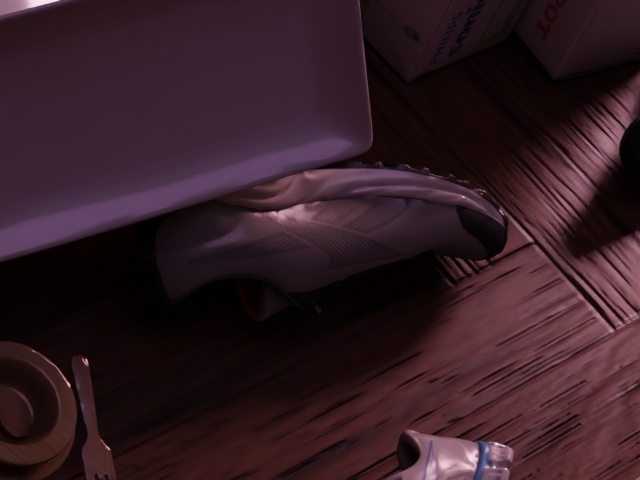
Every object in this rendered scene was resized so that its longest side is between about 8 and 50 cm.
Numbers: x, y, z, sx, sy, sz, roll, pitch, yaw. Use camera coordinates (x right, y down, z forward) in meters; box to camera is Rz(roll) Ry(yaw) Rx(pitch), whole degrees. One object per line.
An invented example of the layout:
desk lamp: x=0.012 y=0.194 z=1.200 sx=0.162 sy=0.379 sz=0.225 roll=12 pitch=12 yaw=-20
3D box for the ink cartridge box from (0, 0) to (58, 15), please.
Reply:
ink cartridge box: x=-0.163 y=-0.216 z=1.189 sx=0.385 sy=0.091 sz=0.308 roll=2 pitch=53 yaw=-22

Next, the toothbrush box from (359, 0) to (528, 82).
toothbrush box: x=0.047 y=-0.294 z=1.406 sx=0.122 sy=0.206 sz=0.283 roll=-25 pitch=64 yaw=-38

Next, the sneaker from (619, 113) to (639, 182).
sneaker: x=0.277 y=-0.104 z=1.449 sx=0.098 sy=0.083 sz=0.224 roll=31 pitch=38 yaw=33

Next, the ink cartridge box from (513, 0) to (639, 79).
ink cartridge box: x=0.178 y=-0.312 z=1.465 sx=0.131 sy=0.226 sz=0.306 roll=-16 pitch=59 yaw=-33

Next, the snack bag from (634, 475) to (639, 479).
snack bag: x=0.399 y=0.194 z=1.140 sx=0.323 sy=0.037 sz=0.342 roll=-34 pitch=84 yaw=-16

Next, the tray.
tray: x=-0.101 y=-0.084 z=1.091 sx=0.270 sy=0.145 sz=0.030 roll=-17 pitch=31 yaw=-20

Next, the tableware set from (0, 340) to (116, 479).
tableware set: x=-0.158 y=0.138 z=1.032 sx=0.128 sy=0.039 sz=0.194 roll=1 pitch=61 yaw=-34

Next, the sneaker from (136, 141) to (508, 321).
sneaker: x=0.000 y=0.000 z=1.227 sx=0.272 sy=0.100 sz=0.108 roll=3 pitch=85 yaw=-30

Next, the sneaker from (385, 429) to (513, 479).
sneaker: x=0.054 y=0.183 z=1.107 sx=0.083 sy=0.071 sz=0.190 roll=19 pitch=38 yaw=1

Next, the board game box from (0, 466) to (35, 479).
board game box: x=-0.251 y=0.149 z=1.024 sx=0.126 sy=0.026 sz=0.186 roll=32 pitch=47 yaw=5
